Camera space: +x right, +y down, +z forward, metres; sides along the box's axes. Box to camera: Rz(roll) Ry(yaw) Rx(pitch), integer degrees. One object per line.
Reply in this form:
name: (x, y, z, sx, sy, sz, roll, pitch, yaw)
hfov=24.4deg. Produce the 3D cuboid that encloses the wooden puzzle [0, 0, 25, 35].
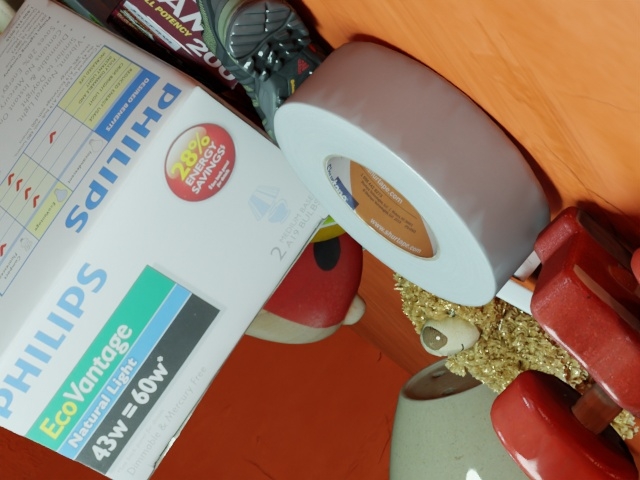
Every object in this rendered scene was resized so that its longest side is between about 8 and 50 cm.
wooden puzzle: (-0.393, -0.308, 1.796, 0.322, 0.080, 0.348, 45, -167, -9)

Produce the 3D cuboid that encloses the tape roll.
tape roll: (0.068, -0.049, 1.137, 0.219, 0.072, 0.219, 39, 164, 14)

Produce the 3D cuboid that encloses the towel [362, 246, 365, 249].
towel: (0.000, 0.000, 2.018, 0.023, 0.113, 0.152, 44, 178, 39)

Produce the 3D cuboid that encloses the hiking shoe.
hiking shoe: (-0.043, -0.161, 1.248, 0.114, 0.086, 0.227, 53, 176, 29)

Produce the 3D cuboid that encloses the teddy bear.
teddy bear: (0.213, 0.133, 1.660, 0.245, 0.113, 0.338, 32, 171, 43)

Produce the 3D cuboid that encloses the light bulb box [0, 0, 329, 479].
light bulb box: (-0.236, -0.010, 1.468, 0.225, 0.358, 0.361, 36, 178, -42)

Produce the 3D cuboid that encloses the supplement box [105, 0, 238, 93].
supplement box: (-0.128, -0.205, 1.420, 0.130, 0.073, 0.239, 40, 174, -11)

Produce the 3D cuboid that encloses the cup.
cup: (0.223, 0.283, 1.996, 0.237, 0.331, 0.331, 68, 168, -12)

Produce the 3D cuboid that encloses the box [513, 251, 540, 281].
box: (0.102, -0.043, 1.345, 0.145, 0.038, 0.186, 43, 175, -33)

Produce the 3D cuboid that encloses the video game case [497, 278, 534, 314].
video game case: (0.181, 0.049, 1.381, 0.190, 0.022, 0.173, 29, -179, 30)

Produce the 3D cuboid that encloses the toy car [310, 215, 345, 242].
toy car: (-0.009, -0.058, 1.589, 0.182, 0.159, 0.136, 80, 176, -83)

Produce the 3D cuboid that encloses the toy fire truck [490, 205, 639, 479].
toy fire truck: (0.260, 0.104, 0.975, 0.302, 0.169, 0.254, 40, -161, 1)

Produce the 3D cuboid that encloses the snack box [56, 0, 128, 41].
snack box: (-0.281, -0.303, 1.682, 0.174, 0.070, 0.207, 42, 174, -22)

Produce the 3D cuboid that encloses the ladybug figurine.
ladybug figurine: (-0.118, -0.053, 1.792, 0.449, 0.162, 0.305, 34, -146, -9)
